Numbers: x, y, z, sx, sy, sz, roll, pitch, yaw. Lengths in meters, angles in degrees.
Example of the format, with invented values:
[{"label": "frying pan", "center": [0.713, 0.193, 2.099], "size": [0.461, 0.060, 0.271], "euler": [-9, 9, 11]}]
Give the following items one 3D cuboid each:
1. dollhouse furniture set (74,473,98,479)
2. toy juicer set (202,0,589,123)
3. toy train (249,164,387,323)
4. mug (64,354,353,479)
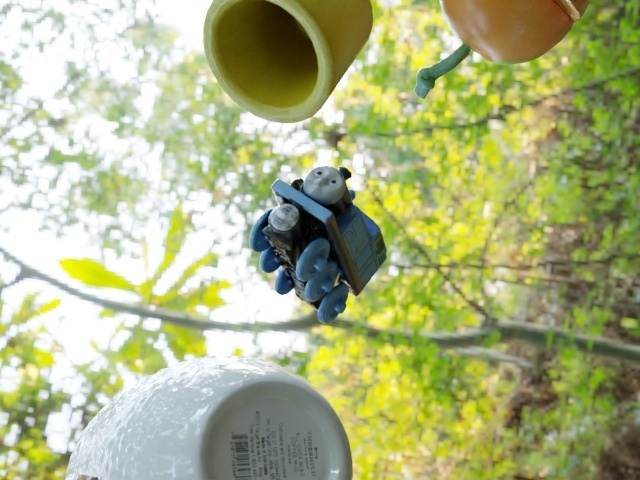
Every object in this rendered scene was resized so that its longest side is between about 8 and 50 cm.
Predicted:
[{"label": "dollhouse furniture set", "center": [-0.209, 0.253, 0.885], "size": [0.076, 0.059, 0.151], "euler": [-81, -2, -65]}, {"label": "toy juicer set", "center": [0.009, -0.198, 0.431], "size": [0.089, 0.209, 0.329], "euler": [-47, -50, -44]}, {"label": "toy train", "center": [0.000, 0.000, 1.042], "size": [0.105, 0.080, 0.184], "euler": [-52, -25, -15]}, {"label": "mug", "center": [-0.118, 0.308, 1.257], "size": [0.328, 0.276, 0.374], "euler": [145, 136, -59]}]
